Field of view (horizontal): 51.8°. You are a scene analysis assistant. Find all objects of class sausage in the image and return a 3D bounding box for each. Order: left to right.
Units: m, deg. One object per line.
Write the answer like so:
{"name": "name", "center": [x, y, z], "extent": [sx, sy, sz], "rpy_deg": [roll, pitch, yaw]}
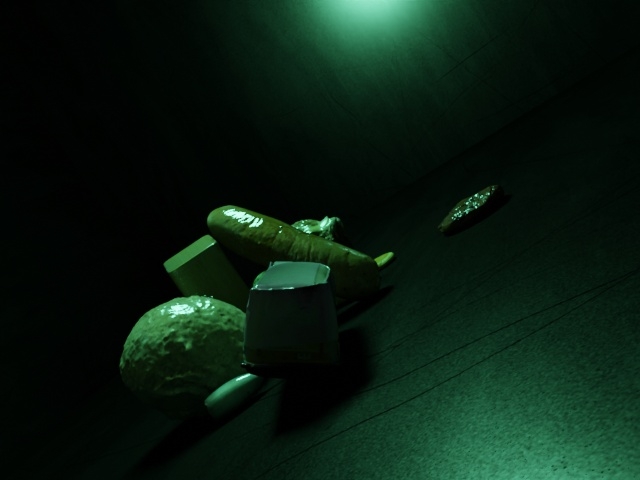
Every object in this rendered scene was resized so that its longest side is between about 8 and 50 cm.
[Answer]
{"name": "sausage", "center": [-0.082, 0.021, 1.583], "extent": [0.136, 0.500, 0.123], "rpy_deg": [-16, -57, -60]}

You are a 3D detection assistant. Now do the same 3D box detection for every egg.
{"name": "egg", "center": [-0.284, 0.252, 1.446], "extent": [0.310, 0.279, 0.279], "rpy_deg": [-15, 7, 10]}

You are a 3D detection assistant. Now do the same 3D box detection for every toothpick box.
{"name": "toothpick box", "center": [-0.261, 0.156, 1.724], "extent": [0.190, 0.308, 0.187], "rpy_deg": [-35, 17, -10]}

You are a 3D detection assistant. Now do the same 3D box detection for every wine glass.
{"name": "wine glass", "center": [-0.140, 0.281, 1.311], "extent": [0.198, 0.066, 0.066], "rpy_deg": [-34, 4, -7]}

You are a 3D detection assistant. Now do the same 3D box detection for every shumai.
{"name": "shumai", "center": [0.000, 0.000, 1.715], "extent": [0.209, 0.162, 0.153], "rpy_deg": [4, -28, -39]}

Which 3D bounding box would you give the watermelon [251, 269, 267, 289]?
{"name": "watermelon", "center": [-0.171, 0.173, 2.236], "extent": [0.140, 0.141, 0.187], "rpy_deg": [-32, 5, 22]}

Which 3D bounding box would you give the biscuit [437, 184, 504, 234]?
{"name": "biscuit", "center": [0.378, -0.080, 1.665], "extent": [0.192, 0.049, 0.192], "rpy_deg": [-33, 0, 0]}

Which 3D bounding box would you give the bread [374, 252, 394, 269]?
{"name": "bread", "center": [0.156, 0.065, 1.819], "extent": [0.110, 0.024, 0.110], "rpy_deg": [-33, 5, 3]}

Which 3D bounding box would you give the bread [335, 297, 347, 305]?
{"name": "bread", "center": [0.057, 0.106, 1.686], "extent": [0.173, 0.085, 0.134], "rpy_deg": [-30, 5, 38]}

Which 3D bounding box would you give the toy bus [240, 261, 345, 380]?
{"name": "toy bus", "center": [-0.040, 0.129, 1.239], "extent": [0.171, 0.163, 0.386], "rpy_deg": [3, 4, 0]}
